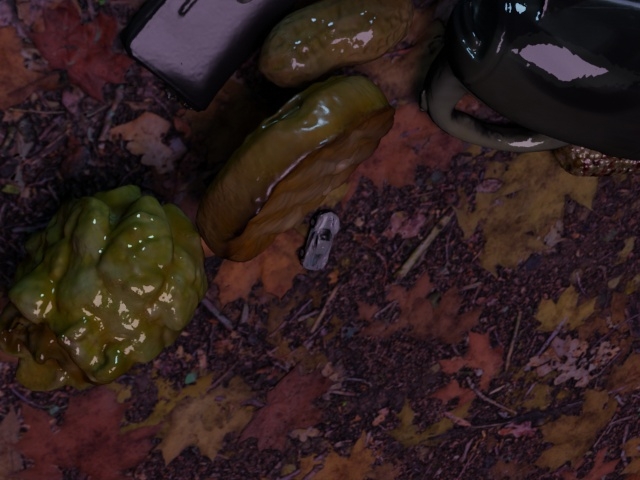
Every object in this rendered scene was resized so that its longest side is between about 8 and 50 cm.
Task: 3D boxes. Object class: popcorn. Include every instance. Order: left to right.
[{"bbox_3d":[-0.271,0.065,1.414,0.215,0.252,0.286,32,136,-27],"label":"popcorn"}]

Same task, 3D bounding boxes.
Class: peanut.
[{"bbox_3d":[0.021,-0.255,1.421,0.226,0.108,0.095,-27,120,-21],"label":"peanut"}]

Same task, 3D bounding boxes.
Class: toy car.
[{"bbox_3d":[0.000,0.000,1.641,0.041,0.025,0.093,5,118,-29],"label":"toy car"}]

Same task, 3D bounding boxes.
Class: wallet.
[{"bbox_3d":[-0.123,-0.280,1.393,0.250,0.044,0.149,-46,124,8],"label":"wallet"}]

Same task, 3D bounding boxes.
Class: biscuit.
[{"bbox_3d":[-0.038,-0.095,1.438,0.296,0.102,0.296,-40,172,-7],"label":"biscuit"}]

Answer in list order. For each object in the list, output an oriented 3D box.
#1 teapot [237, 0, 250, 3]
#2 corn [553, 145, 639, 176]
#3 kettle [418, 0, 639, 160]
[{"bbox_3d":[-0.070,-0.306,1.329,0.064,0.083,0.064,-18,135,-16],"label":"teapot"},{"bbox_3d":[0.468,-0.140,1.734,0.253,0.086,0.086,-9,124,-19],"label":"corn"},{"bbox_3d":[0.294,-0.225,1.540,0.324,0.228,0.321,11,146,-25],"label":"kettle"}]
